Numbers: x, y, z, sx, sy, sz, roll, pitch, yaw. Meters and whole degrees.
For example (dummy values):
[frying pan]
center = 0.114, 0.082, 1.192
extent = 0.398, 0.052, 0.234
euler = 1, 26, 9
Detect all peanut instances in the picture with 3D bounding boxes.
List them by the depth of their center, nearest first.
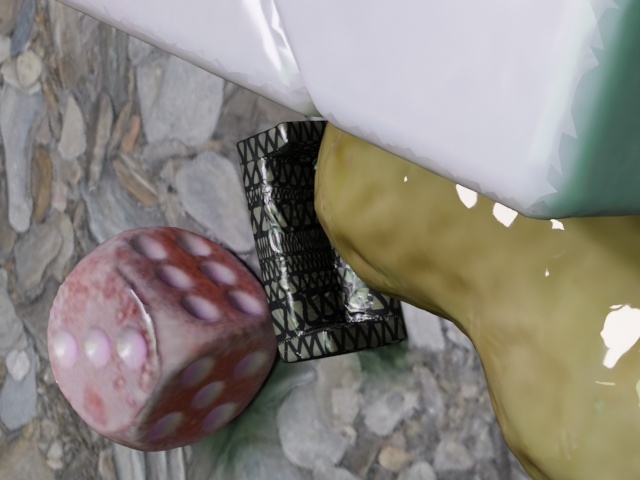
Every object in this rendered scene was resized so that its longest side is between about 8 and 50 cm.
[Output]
[peanut]
center = 0.115, 0.029, 0.575
extent = 0.319, 0.148, 0.147
euler = 35, 114, 32

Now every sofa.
[sofa]
center = 0.000, 0.000, 0.723
extent = 0.039, 0.060, 0.117
euler = -19, 80, 44

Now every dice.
[dice]
center = -0.087, 0.053, 0.780
extent = 0.093, 0.094, 0.091
euler = 46, 119, 28

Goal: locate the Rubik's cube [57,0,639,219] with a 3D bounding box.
[Rubik's cube]
center = 0.080, -0.207, 0.475
extent = 0.319, 0.316, 0.321
euler = 28, 111, 36
